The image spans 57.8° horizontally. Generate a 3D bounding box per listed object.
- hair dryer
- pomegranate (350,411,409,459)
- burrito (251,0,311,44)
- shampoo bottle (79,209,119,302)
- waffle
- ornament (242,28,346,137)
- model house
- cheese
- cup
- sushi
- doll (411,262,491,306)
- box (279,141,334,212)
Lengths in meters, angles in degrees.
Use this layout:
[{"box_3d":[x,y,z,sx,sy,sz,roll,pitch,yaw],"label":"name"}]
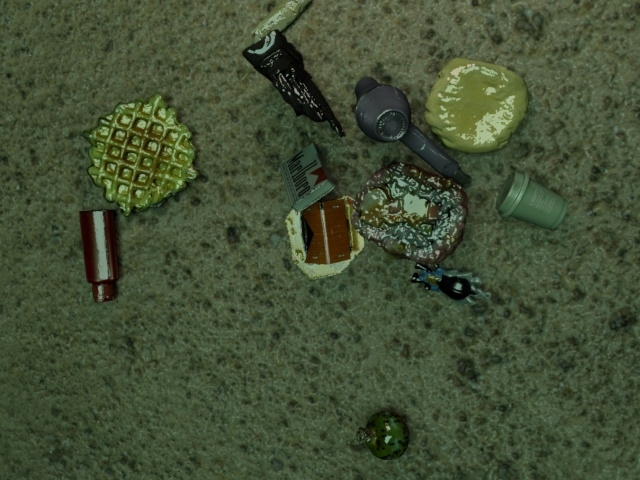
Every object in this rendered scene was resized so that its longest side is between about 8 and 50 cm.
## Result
[{"box_3d":[0.220,-0.237,1.356,0.361,0.301,0.121,37,109,-22],"label":"hair dryer"},{"box_3d":[0.151,0.495,1.468,0.161,0.122,0.122,7,100,-27],"label":"pomegranate"},{"box_3d":[-0.102,-0.565,1.465,0.188,0.045,0.058,-38,79,16],"label":"burrito"},{"box_3d":[-0.626,0.043,1.647,0.102,0.064,0.260,-2,95,14],"label":"shampoo bottle"},{"box_3d":[-0.489,-0.234,1.584,0.317,0.073,0.297,-26,95,8],"label":"waffle"},{"box_3d":[-0.046,-0.346,1.379,0.106,0.251,0.260,-35,79,14],"label":"ornament"},{"box_3d":[0.000,0.000,1.453,0.207,0.136,0.219,-4,95,12],"label":"model house"},{"box_3d":[0.361,-0.309,1.346,0.226,0.117,0.214,22,107,6],"label":"cheese"},{"box_3d":[0.490,-0.090,1.340,0.141,0.120,0.120,22,101,1],"label":"cup"},{"box_3d":[0.213,-0.059,1.380,0.270,0.171,0.237,21,101,13],"label":"sushi"},{"box_3d":[0.322,0.106,1.422,0.195,0.070,0.096,19,115,18],"label":"doll"},{"box_3d":[-0.038,-0.160,1.439,0.115,0.177,0.036,-34,131,13],"label":"box"}]
